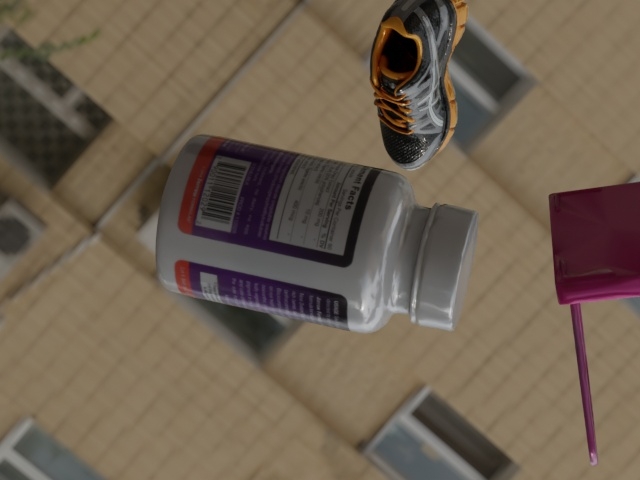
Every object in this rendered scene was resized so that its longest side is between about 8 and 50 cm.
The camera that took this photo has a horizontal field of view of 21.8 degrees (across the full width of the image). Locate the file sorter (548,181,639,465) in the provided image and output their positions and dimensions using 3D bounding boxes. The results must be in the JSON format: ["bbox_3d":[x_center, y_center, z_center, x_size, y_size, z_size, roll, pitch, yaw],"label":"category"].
[{"bbox_3d":[0.345,0.059,1.356,0.291,0.182,0.202,-7,-160,9],"label":"file sorter"}]

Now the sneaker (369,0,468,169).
[{"bbox_3d":[0.081,-0.153,1.583,0.083,0.084,0.215,-39,145,-38],"label":"sneaker"}]

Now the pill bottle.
[{"bbox_3d":[0.000,0.000,1.078,0.108,0.194,0.108,12,90,-80],"label":"pill bottle"}]
